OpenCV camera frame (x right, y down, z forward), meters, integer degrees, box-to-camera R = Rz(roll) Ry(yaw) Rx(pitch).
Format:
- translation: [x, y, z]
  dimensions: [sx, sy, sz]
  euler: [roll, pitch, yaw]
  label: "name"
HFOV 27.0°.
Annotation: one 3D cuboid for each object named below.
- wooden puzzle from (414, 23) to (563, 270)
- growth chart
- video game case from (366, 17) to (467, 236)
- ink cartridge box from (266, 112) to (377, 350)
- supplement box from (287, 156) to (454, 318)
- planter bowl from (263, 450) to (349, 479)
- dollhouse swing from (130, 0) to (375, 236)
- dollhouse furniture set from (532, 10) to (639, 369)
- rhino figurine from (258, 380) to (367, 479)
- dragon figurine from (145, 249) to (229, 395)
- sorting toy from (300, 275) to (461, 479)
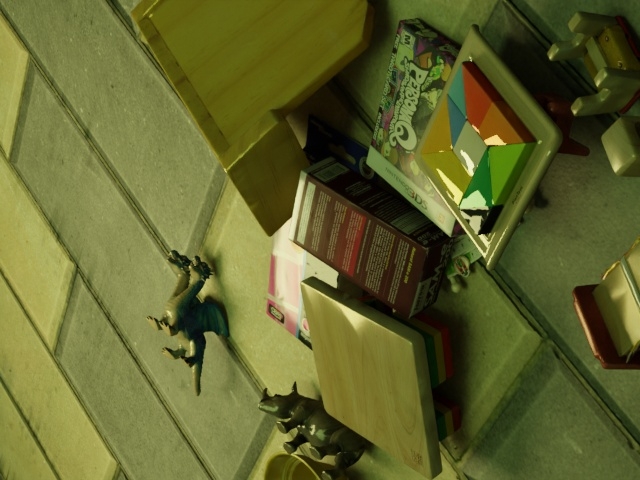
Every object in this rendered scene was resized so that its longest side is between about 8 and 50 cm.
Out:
- translation: [0.196, -0.116, 1.667]
  dimensions: [0.238, 0.044, 0.221]
  euler: [63, 145, 38]
  label: "wooden puzzle"
- translation: [0.204, -0.055, 1.850]
  dimensions: [0.172, 0.021, 0.237]
  euler: [60, 143, 18]
  label: "growth chart"
- translation: [0.156, -0.156, 1.826]
  dimensions: [0.210, 0.042, 0.232]
  euler: [45, 134, 41]
  label: "video game case"
- translation: [0.000, 0.000, 2.123]
  dimensions: [0.176, 0.069, 0.371]
  euler: [36, 129, 40]
  label: "ink cartridge box"
- translation: [0.071, -0.007, 1.933]
  dimensions: [0.239, 0.073, 0.130]
  euler: [34, 131, 27]
  label: "supplement box"
- translation: [0.000, 0.452, 2.298]
  dimensions: [0.217, 0.090, 0.217]
  euler: [28, 126, 46]
  label: "planter bowl"
- translation: [-0.068, -0.267, 2.044]
  dimensions: [0.347, 0.305, 0.315]
  euler: [57, 179, 30]
  label: "dollhouse swing"
- translation: [0.371, -0.058, 1.545]
  dimensions: [0.201, 0.152, 0.374]
  euler: [-56, 42, 49]
  label: "dollhouse furniture set"
- translation: [-0.019, 0.311, 2.246]
  dimensions: [0.243, 0.106, 0.073]
  euler: [32, 138, 42]
  label: "rhino figurine"
- translation: [-0.229, 0.158, 2.483]
  dimensions: [0.085, 0.144, 0.289]
  euler: [13, 135, 49]
  label: "dragon figurine"
- translation: [0.099, 0.190, 2.016]
  dimensions: [0.255, 0.089, 0.257]
  euler: [27, 137, 45]
  label: "sorting toy"
